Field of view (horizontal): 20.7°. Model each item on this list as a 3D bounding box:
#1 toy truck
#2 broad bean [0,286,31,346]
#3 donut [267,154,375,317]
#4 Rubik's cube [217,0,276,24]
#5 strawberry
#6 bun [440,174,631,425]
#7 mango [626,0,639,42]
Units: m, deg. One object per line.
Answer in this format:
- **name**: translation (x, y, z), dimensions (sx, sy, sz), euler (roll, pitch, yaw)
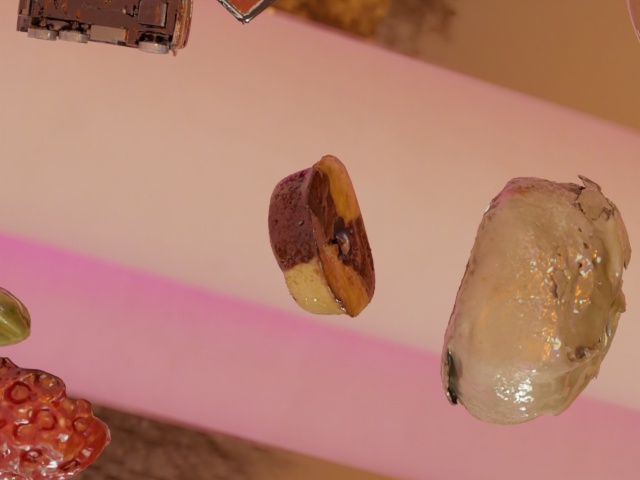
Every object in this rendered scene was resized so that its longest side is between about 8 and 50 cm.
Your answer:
- **toy truck**: translation (-0.231, -0.248, 1.881), dimensions (0.092, 0.192, 0.083), euler (-26, 123, -82)
- **broad bean**: translation (-0.267, 0.060, 1.450), dimensions (0.045, 0.063, 0.083), euler (-53, 176, 4)
- **donut**: translation (0.000, 0.000, 1.998), dimensions (0.166, 0.073, 0.184), euler (-64, 136, -58)
- **Rubik's cube**: translation (-0.093, -0.416, 2.212), dimensions (0.180, 0.183, 0.167), euler (-34, -147, 21)
- **strawberry**: translation (-0.394, 0.207, 1.883), dimensions (0.265, 0.336, 0.149), euler (59, 45, -54)
- **bun**: translation (0.198, 0.055, 1.552), dimensions (0.239, 0.141, 0.239), euler (18, 90, -77)
- **mango**: translation (0.558, -0.281, 2.310), dimensions (0.232, 0.446, 0.300), euler (0, -143, 44)
